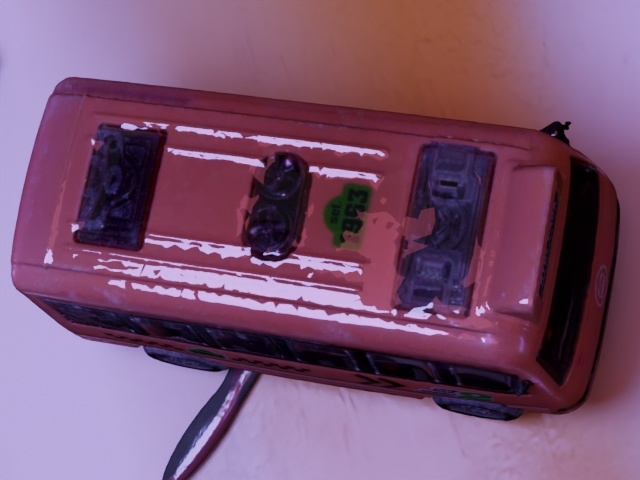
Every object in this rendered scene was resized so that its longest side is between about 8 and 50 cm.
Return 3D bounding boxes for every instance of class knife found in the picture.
[{"bbox_3d":[-0.062,0.099,1.359,0.035,0.018,0.247,31,86,21],"label":"knife"}]

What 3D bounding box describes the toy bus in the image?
[{"bbox_3d":[0.000,0.000,1.237,0.427,0.233,0.203,8,78,16],"label":"toy bus"}]
